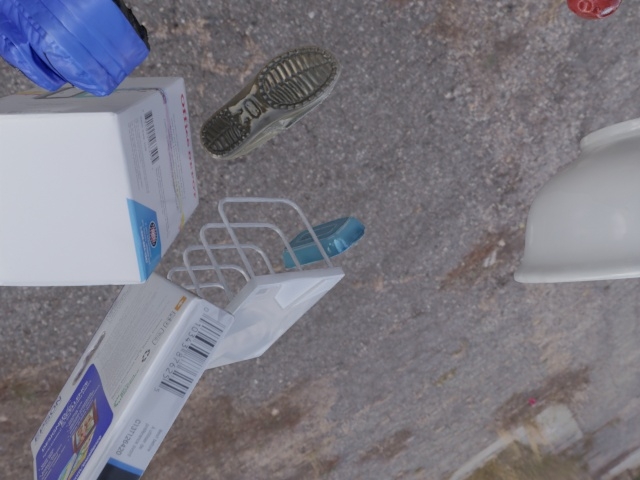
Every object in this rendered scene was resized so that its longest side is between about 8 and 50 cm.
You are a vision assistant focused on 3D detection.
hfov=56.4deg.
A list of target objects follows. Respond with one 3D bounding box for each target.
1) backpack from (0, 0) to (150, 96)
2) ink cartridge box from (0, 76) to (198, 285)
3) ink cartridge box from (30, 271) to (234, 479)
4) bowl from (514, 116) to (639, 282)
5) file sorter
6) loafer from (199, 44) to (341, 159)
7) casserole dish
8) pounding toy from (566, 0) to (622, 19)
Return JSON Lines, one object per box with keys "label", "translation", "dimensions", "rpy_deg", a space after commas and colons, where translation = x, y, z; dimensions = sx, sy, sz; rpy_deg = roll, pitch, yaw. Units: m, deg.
{"label": "backpack", "translation": [-0.202, -0.168, 0.471], "dimensions": [0.101, 0.120, 0.098], "rpy_deg": [-50, 168, -2]}
{"label": "ink cartridge box", "translation": [-0.288, -0.090, 0.762], "dimensions": [0.197, 0.270, 0.198], "rpy_deg": [-1, 112, 3]}
{"label": "ink cartridge box", "translation": [-0.256, 0.188, 0.762], "dimensions": [0.072, 0.307, 0.303], "rpy_deg": [33, 80, -23]}
{"label": "bowl", "translation": [0.324, -0.041, 0.551], "dimensions": [0.298, 0.134, 0.298], "rpy_deg": [-7, 177, 0]}
{"label": "file sorter", "translation": [-0.140, 0.077, 1.025], "dimensions": [0.193, 0.173, 0.277], "rpy_deg": [-3, 145, -47]}
{"label": "loafer", "translation": [-0.085, -0.232, 1.016], "dimensions": [0.268, 0.102, 0.092], "rpy_deg": [-33, 180, 2]}
{"label": "casserole dish", "translation": [0.000, 0.000, 1.134], "dimensions": [0.188, 0.037, 0.114], "rpy_deg": [-17, -160, 42]}
{"label": "pounding toy", "translation": [0.298, -0.258, 0.522], "dimensions": [0.183, 0.237, 0.110], "rpy_deg": [3, 101, -62]}
